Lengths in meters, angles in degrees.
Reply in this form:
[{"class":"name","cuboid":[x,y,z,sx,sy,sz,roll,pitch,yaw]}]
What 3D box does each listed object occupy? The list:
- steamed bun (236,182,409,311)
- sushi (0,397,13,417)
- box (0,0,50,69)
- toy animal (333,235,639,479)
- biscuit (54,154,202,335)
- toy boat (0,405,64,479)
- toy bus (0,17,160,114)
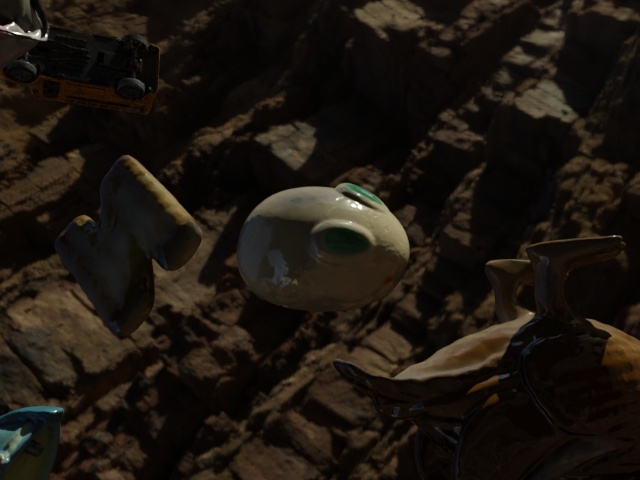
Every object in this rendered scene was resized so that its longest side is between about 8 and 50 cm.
[{"class":"steamed bun","cuboid":[0.000,0.000,0.917,0.177,0.228,0.131,-60,-32,-44]},{"class":"sushi","cuboid":[-0.517,0.237,0.791,0.294,0.059,0.292,-63,-31,-35]},{"class":"box","cuboid":[-0.416,-0.132,0.571,0.112,0.369,0.190,67,-159,3]},{"class":"toy animal","cuboid":[0.100,0.093,0.333,0.188,0.089,0.179,-2,-103,-12]},{"class":"biscuit","cuboid":[-0.340,0.003,1.240,0.237,0.290,0.062,-53,-37,3]},{"class":"toy boat","cuboid":[-0.269,0.252,0.636,0.088,0.102,0.215,9,-84,-73]},{"class":"toy bus","cuboid":[-0.309,-0.219,0.908,0.194,0.088,0.083,7,-113,-20]}]
